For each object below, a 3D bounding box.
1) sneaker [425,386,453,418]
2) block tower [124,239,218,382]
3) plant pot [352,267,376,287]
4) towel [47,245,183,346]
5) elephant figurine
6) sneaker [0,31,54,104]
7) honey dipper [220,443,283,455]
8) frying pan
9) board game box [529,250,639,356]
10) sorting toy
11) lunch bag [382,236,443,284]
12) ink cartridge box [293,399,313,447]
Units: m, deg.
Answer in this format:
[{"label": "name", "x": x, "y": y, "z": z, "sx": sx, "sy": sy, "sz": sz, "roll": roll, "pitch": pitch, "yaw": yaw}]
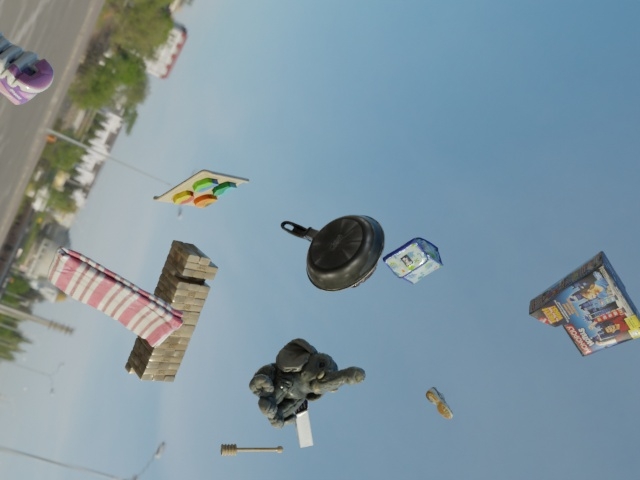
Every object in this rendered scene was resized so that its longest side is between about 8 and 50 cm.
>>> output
[{"label": "sneaker", "x": 0.285, "y": 0.378, "z": 1.686, "sx": 0.032, "sy": 0.083, "sz": 0.037, "roll": -40, "pitch": 178, "yaw": 39}, {"label": "block tower", "x": -0.348, "y": 0.176, "z": 1.689, "sx": 0.097, "sy": 0.091, "sz": 0.335, "roll": 35, "pitch": -75, "yaw": 47}, {"label": "plant pot", "x": 0.098, "y": 0.066, "z": 2.493, "sx": 0.165, "sy": 0.167, "sz": 0.167, "roll": 48, "pitch": -59, "yaw": 21}, {"label": "towel", "x": -0.295, "y": 0.083, "z": 1.020, "sx": 0.144, "sy": 0.197, "sz": 0.029, "roll": -37, "pitch": -156, "yaw": 59}, {"label": "elephant figurine", "x": -0.032, "y": 0.311, "z": 1.645, "sx": 0.239, "sy": 0.186, "sz": 0.169, "roll": -33, "pitch": 159, "yaw": -2}, {"label": "sneaker", "x": -0.596, "y": -0.330, "z": 1.287, "sx": 0.104, "sy": 0.236, "sz": 0.095, "roll": -36, "pitch": -163, "yaw": 49}, {"label": "honey dipper", "x": -0.174, "y": 0.534, "z": 1.837, "sx": 0.030, "sy": 0.161, "sz": 0.030, "roll": -174, "pitch": -90, "yaw": -72}, {"label": "frying pan", "x": 0.024, "y": -0.017, "z": 1.604, "sx": 0.197, "sy": 0.053, "sz": 0.326, "roll": -38, "pitch": -138, "yaw": 6}, {"label": "board game box", "x": 0.561, "y": 0.147, "z": 1.548, "sx": 0.194, "sy": 0.194, "sz": 0.060, "roll": -27, "pitch": -164, "yaw": 30}, {"label": "sorting toy", "x": -0.327, "y": -0.136, "z": 2.000, "sx": 0.208, "sy": 0.193, "sz": 0.038, "roll": -22, "pitch": -103, "yaw": 27}, {"label": "lunch bag", "x": 0.285, "y": 0.056, "z": 2.232, "sx": 0.129, "sy": 0.151, "sz": 0.096, "roll": -35, "pitch": -135, "yaw": 26}, {"label": "ink cartridge box", "x": -0.072, "y": 0.448, "z": 2.097, "sx": 0.223, "sy": 0.045, "sz": 0.224, "roll": -112, "pitch": -166, "yaw": -50}]
